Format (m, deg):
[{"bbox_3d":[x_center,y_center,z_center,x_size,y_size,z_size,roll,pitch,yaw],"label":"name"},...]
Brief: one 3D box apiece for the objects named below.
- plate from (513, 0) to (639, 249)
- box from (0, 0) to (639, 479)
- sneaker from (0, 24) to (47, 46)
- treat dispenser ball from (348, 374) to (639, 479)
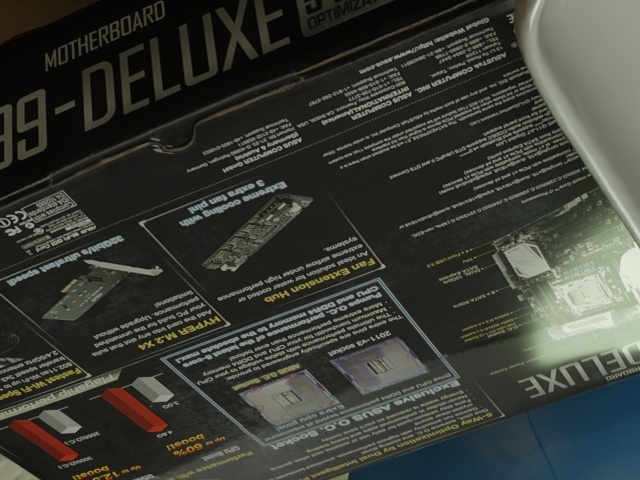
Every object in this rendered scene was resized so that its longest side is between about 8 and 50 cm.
[{"bbox_3d":[0.184,-0.091,0.400,0.278,0.045,0.277,-46,142,-1],"label":"plate"},{"bbox_3d":[0.000,0.000,0.511,0.307,0.077,0.242,-22,142,15],"label":"box"},{"bbox_3d":[-0.053,-0.021,0.601,0.221,0.087,0.128,2,132,-30],"label":"sneaker"},{"bbox_3d":[0.156,0.164,0.767,0.288,0.288,0.288,-16,141,-14],"label":"treat dispenser ball"}]
